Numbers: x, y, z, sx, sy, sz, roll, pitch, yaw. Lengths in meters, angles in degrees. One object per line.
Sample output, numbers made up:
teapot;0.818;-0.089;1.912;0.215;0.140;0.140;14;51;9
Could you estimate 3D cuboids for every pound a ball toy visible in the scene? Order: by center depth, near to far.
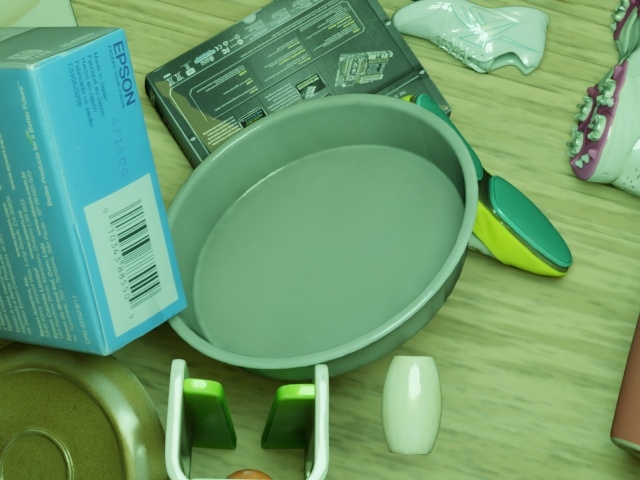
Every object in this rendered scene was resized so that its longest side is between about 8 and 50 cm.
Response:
pound a ball toy;-0.020;0.184;1.505;0.208;0.319;0.135;2;75;-2

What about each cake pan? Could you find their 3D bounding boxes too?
cake pan;0.000;0.000;1.571;0.293;0.054;0.293;-13;49;15

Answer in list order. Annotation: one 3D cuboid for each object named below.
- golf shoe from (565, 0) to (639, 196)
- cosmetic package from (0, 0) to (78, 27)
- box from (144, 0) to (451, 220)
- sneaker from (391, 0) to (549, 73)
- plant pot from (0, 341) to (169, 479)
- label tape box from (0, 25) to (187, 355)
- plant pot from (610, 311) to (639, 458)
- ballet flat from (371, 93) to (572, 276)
golf shoe;0.342;-0.178;1.738;0.140;0.115;0.306;23;81;-7
cosmetic package;-0.324;-0.252;1.719;0.160;0.113;0.309;-18;75;-6
box;-0.021;-0.131;1.727;0.231;0.056;0.183;-32;80;-10
sneaker;0.142;-0.195;1.754;0.152;0.053;0.061;6;77;-1
plant pot;-0.240;0.200;1.583;0.236;0.032;0.236;-1;87;25
label tape box;-0.294;-0.051;1.562;0.115;0.348;0.249;-32;118;-42
plant pot;0.387;0.104;1.588;0.275;0.275;0.243;24;86;4
ballet flat;0.134;-0.039;1.692;0.077;0.077;0.231;-36;111;27
